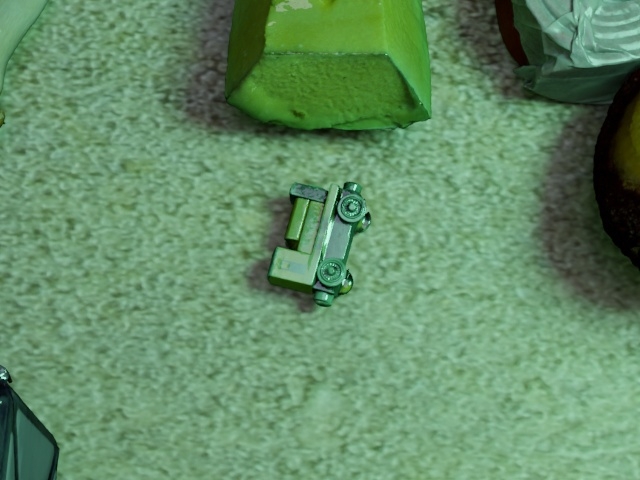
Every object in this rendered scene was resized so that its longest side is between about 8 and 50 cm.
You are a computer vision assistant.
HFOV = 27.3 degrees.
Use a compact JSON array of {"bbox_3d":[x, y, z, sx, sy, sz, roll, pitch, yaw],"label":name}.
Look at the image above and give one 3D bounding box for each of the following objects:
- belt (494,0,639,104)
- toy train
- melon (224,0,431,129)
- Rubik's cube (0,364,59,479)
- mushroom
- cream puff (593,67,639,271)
[{"bbox_3d":[0.294,-0.283,1.290,0.227,0.115,0.324,20,74,3],"label":"belt"},{"bbox_3d":[0.000,0.000,1.228,0.081,0.050,0.122,12,75,8],"label":"toy train"},{"bbox_3d":[0.014,-0.268,1.268,0.196,0.124,0.323,4,67,-4],"label":"melon"},{"bbox_3d":[-0.376,0.256,0.994,0.307,0.310,0.305,4,75,-4],"label":"Rubik's cube"},{"bbox_3d":[-0.309,-0.191,1.251,0.084,0.071,0.209,7,65,34],"label":"mushroom"},{"bbox_3d":[0.366,-0.062,1.186,0.239,0.165,0.239,-21,49,26],"label":"cream puff"}]
